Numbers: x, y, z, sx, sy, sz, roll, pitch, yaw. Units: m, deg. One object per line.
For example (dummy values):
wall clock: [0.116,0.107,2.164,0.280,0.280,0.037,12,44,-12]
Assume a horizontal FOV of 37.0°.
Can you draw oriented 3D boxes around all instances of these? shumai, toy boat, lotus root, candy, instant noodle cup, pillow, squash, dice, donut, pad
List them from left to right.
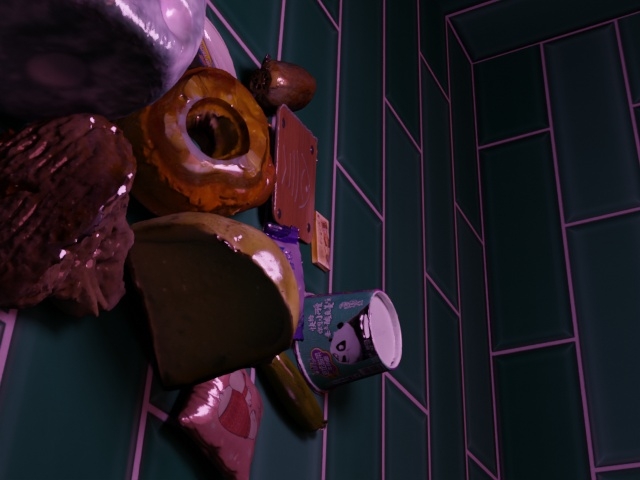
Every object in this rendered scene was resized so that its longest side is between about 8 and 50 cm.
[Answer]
shumai: [-0.404,-0.015,1.446,0.283,0.217,0.346,102,11,-62]
dice: [-0.389,-0.392,1.425,0.330,0.327,0.348,36,45,-56]
donut: [-0.226,-0.182,1.798,0.330,0.159,0.330,19,62,-42]
toy boat: [-0.245,-0.360,1.955,0.269,0.140,0.141,54,31,-53]
pillow: [-0.179,0.320,1.800,0.223,0.084,0.236,58,28,-33]
lotus root: [-0.090,-0.370,2.320,0.241,0.124,0.123,-5,67,-64]
candy: [-0.082,0.090,2.161,0.145,0.070,0.275,18,65,-55]
squash: [-0.057,0.329,2.078,0.318,0.071,0.080,59,28,-35]
pad: [-0.060,-0.154,2.315,0.284,0.018,0.287,37,54,-68]
instant noodle cup: [0.072,0.228,2.270,0.251,0.190,0.251,43,41,-52]

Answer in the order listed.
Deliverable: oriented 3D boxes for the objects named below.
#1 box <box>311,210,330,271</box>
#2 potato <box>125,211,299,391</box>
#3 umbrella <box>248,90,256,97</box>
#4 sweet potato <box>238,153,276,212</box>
box: [0.000,0.000,2.446,0.073,0.020,0.149,36,45,-55]
potato: [-0.159,0.073,1.680,0.213,0.279,0.330,-63,145,-58]
umbrella: [-0.192,-0.237,2.111,0.066,0.059,0.236,114,-8,-49]
sweet potato: [-0.152,-0.127,2.069,0.112,0.112,0.359,67,25,-19]
